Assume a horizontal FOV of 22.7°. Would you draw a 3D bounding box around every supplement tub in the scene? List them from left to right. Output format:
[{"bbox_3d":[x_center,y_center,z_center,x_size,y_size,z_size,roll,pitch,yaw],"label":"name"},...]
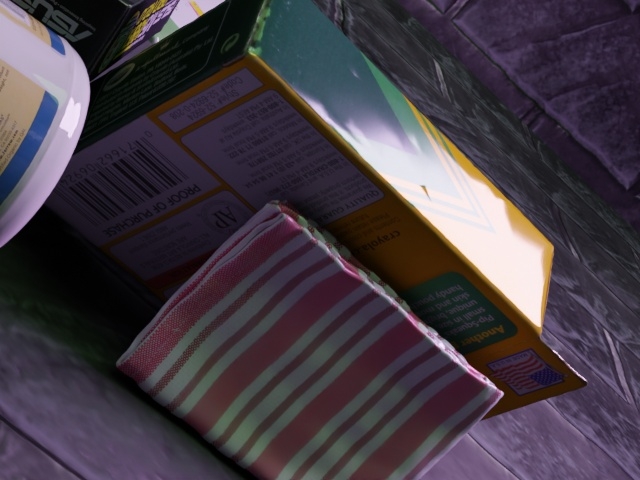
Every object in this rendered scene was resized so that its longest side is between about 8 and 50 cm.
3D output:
[{"bbox_3d":[-0.232,-0.087,0.791,0.200,0.144,0.144,36,18,-33],"label":"supplement tub"}]

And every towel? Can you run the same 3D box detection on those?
[{"bbox_3d":[-0.004,0.084,0.950,0.197,0.144,0.029,41,9,-18],"label":"towel"}]

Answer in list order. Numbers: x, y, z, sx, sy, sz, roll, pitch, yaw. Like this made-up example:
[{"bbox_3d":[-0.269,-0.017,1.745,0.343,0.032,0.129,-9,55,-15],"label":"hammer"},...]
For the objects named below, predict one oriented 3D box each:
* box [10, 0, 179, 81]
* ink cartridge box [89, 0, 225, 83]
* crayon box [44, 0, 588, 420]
[{"bbox_3d":[-0.215,-0.209,0.966,0.270,0.060,0.216,35,16,-5],"label":"box"},{"bbox_3d":[-0.191,-0.197,1.229,0.201,0.117,0.278,46,16,-1],"label":"ink cartridge box"},{"bbox_3d":[0.000,0.000,1.010,0.323,0.203,0.083,43,42,-27],"label":"crayon box"}]
